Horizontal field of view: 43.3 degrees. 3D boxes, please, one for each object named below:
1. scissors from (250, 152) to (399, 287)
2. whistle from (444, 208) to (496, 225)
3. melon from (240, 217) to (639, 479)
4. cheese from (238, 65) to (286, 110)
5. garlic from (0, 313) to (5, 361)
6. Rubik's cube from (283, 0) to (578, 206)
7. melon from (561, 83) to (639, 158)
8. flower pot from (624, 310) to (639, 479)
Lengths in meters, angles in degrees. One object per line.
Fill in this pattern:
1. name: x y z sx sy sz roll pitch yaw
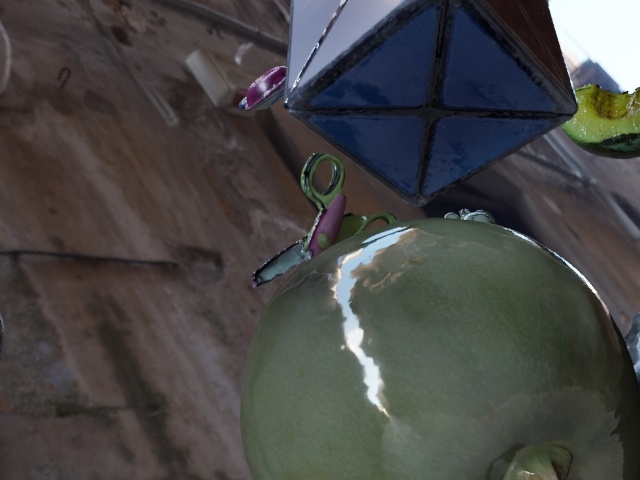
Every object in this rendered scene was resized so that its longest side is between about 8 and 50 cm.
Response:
1. scissors: 0.000 0.000 0.849 0.187 0.133 0.020 -51 10 -33
2. whistle: 0.282 0.051 1.336 0.114 0.235 0.077 -5 -26 -36
3. melon: 0.070 0.110 0.544 0.272 0.271 0.308 -17 -7 -32
4. cheese: -0.083 -0.220 1.187 0.095 0.038 0.145 -46 17 -19
5. garlic: -0.467 0.126 1.056 0.087 0.195 0.101 5 -4 21
6. Rubik's cube: 0.124 -0.240 0.991 0.260 0.254 0.259 -30 -50 31
7. melon: 0.558 -0.203 1.441 0.265 0.169 0.129 -8 -43 36
8. flower pot: 0.381 0.194 0.628 0.299 0.283 0.298 -22 -61 -47
